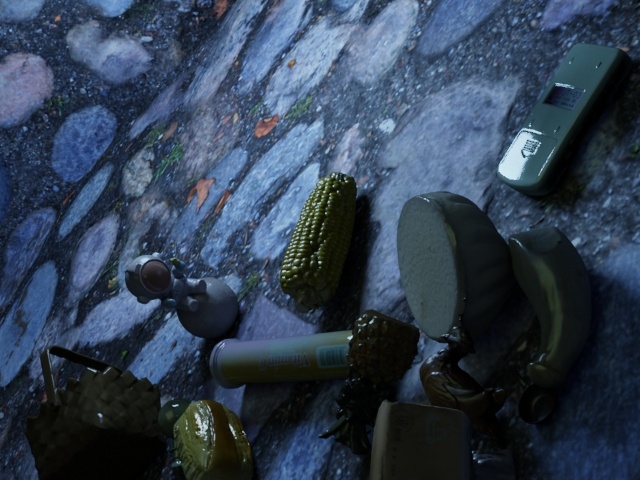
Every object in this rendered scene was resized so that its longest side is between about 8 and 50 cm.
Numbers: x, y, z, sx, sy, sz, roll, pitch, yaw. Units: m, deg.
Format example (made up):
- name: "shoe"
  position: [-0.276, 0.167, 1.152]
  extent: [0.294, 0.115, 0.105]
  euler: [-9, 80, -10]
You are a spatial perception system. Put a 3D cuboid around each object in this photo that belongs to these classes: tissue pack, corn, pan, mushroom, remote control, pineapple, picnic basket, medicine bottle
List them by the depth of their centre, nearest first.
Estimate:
- name: "tissue pack"
  position: [0.174, 0.415, 1.412]
  extent: [0.238, 0.238, 0.305]
  euler: [-29, 40, 37]
- name: "pan"
  position: [0.324, 0.235, 1.518]
  extent: [0.068, 0.023, 0.115]
  euler: [-48, 35, 15]
- name: "mushroom"
  position: [0.360, 0.097, 1.525]
  extent: [0.118, 0.103, 0.270]
  euler: [-21, 47, 24]
- name: "pineapple"
  position: [0.084, 0.249, 1.726]
  extent: [0.128, 0.128, 0.248]
  euler: [29, 100, 59]
- name: "remote control"
  position: [0.429, -0.213, 1.760]
  extent: [0.296, 0.056, 0.140]
  euler: [-58, 29, -1]
- name: "medicine bottle"
  position: [-0.053, 0.238, 1.966]
  extent: [0.426, 0.108, 0.108]
  euler: [-11, 53, 48]
- name: "corn"
  position: [0.000, 0.000, 2.083]
  extent: [0.130, 0.130, 0.347]
  euler: [-24, 40, 41]
- name: "picnic basket"
  position: [-0.529, 0.404, 2.310]
  extent: [0.291, 0.254, 0.321]
  euler: [-41, 48, 21]

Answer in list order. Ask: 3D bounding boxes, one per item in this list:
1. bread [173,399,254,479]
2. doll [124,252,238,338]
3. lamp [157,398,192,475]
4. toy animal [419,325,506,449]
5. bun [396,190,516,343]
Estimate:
- name: "bread"
  position: [-0.211, 0.411, 1.981]
  extent: [0.106, 0.140, 0.236]
  euler: [-52, 31, 13]
- name: "doll"
  position: [-0.324, 0.119, 2.263]
  extent: [0.151, 0.287, 0.151]
  euler: [-34, 40, 34]
- name: "lamp"
  position: [-0.309, 0.431, 2.163]
  extent: [0.091, 0.091, 0.163]
  euler: [-27, 58, 39]
- name: "toy animal"
  position: [0.232, 0.240, 1.558]
  extent: [0.188, 0.089, 0.179]
  euler: [33, 112, 35]
- name: "bun"
  position: [0.252, 0.037, 1.681]
  extent: [0.263, 0.175, 0.263]
  euler: [171, 90, -71]
